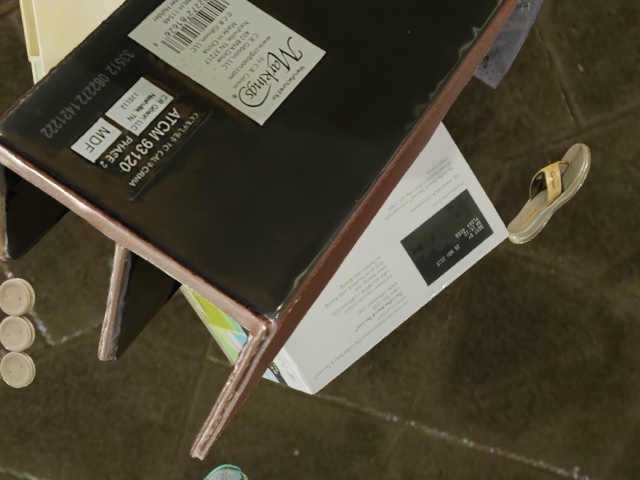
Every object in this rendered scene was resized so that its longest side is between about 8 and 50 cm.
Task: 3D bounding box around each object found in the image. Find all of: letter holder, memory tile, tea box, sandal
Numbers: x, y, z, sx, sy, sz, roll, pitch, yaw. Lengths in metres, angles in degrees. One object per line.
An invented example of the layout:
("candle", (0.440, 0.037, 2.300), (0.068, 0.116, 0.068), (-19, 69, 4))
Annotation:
("letter holder", (-0.031, -0.055, 0.609), (0.152, 0.302, 0.214), (33, 147, 5))
("memory tile", (-0.353, 0.090, 1.073), (0.148, 0.012, 0.113), (2, 99, 18))
("tea box", (0.000, 0.000, 1.381), (0.329, 0.323, 0.220), (-37, 102, -19))
("sandal", (0.330, -0.075, 1.555), (0.049, 0.072, 0.180), (42, 88, -21))

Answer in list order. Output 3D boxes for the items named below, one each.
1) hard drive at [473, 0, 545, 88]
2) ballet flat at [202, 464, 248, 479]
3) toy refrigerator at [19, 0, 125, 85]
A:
("hard drive", (0.192, -0.319, 1.230), (0.172, 0.054, 0.254), (35, 138, 17))
("ballet flat", (-0.133, 0.301, 1.064), (0.070, 0.070, 0.188), (33, 120, -8))
("toy refrigerator", (-0.185, -0.173, 0.818), (0.094, 0.102, 0.269), (-7, 80, -18))
